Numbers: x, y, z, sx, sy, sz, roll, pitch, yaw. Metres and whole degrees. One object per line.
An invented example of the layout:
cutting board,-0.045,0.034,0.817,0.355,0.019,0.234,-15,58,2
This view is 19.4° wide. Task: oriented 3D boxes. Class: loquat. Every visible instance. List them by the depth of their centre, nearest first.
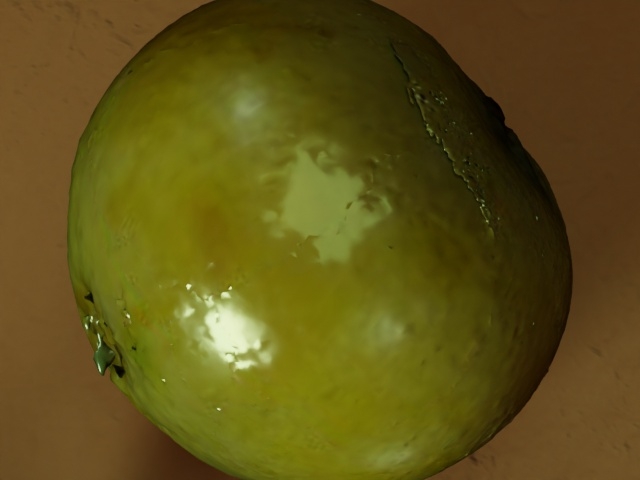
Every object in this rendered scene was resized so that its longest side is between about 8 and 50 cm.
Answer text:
loquat,0.000,0.000,0.941,0.263,0.263,0.263,1,65,-2
